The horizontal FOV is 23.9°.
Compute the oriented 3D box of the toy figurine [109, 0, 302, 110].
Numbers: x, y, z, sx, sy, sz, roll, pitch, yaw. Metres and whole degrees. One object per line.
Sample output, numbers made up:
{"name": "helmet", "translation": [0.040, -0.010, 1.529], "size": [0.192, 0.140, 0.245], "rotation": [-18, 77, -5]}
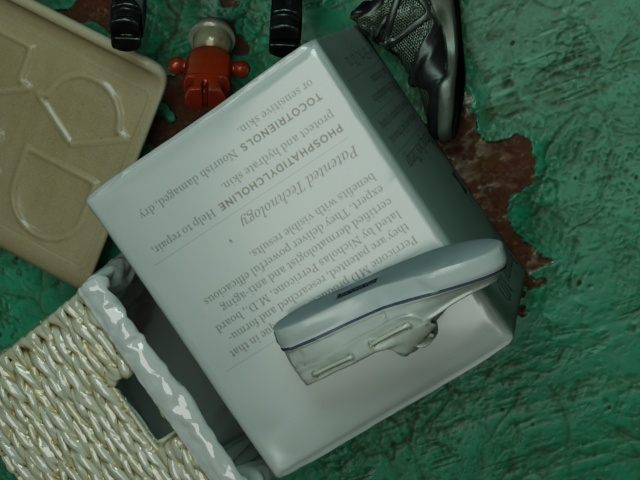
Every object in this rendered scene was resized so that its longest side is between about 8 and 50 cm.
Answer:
{"name": "toy figurine", "translation": [-0.134, -0.286, 1.804], "size": [0.209, 0.148, 0.213], "rotation": [35, 128, -30]}

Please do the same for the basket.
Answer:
{"name": "basket", "translation": [-0.216, 0.194, 1.899], "size": [0.266, 0.331, 0.328], "rotation": [-34, 93, 22]}

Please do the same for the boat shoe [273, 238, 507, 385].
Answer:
{"name": "boat shoe", "translation": [0.081, 0.080, 1.587], "size": [0.267, 0.096, 0.088], "rotation": [-24, 100, 14]}

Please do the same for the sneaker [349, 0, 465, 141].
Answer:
{"name": "sneaker", "translation": [0.111, -0.232, 1.859], "size": [0.130, 0.087, 0.228], "rotation": [-5, 98, 15]}

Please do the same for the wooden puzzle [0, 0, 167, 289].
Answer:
{"name": "wooden puzzle", "translation": [-0.381, -0.148, 1.973], "size": [0.322, 0.080, 0.348], "rotation": [27, 115, 9]}

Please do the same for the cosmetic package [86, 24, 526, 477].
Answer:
{"name": "cosmetic package", "translation": [0.000, 0.000, 1.803], "size": [0.327, 0.329, 0.394], "rotation": [-33, 94, 15]}
